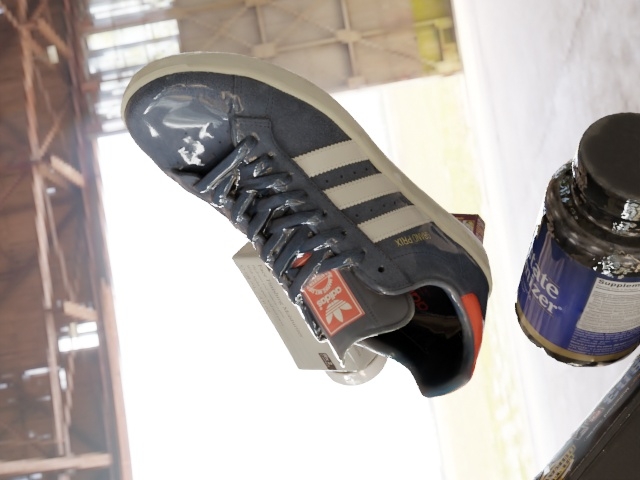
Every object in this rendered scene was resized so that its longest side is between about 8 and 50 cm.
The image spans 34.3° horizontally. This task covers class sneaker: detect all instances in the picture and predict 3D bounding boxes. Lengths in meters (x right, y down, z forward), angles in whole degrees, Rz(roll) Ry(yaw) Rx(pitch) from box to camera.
[{"bbox_3d":[0.000,0.000,0.771,0.350,0.131,0.148,32,-138,-24],"label":"sneaker"}]

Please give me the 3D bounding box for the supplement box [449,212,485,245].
[{"bbox_3d":[0.164,0.011,1.248,0.043,0.055,0.083,35,-118,-61],"label":"supplement box"}]

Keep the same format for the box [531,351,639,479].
[{"bbox_3d":[0.370,0.219,0.894,0.295,0.293,0.073,44,171,-3],"label":"box"}]

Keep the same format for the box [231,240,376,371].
[{"bbox_3d":[0.020,0.038,1.285,0.182,0.119,0.181,-45,-65,-36],"label":"box"}]

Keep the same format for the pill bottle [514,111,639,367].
[{"bbox_3d":[0.239,0.002,0.863,0.219,0.123,0.122,92,175,-52],"label":"pill bottle"}]

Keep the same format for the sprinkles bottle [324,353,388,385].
[{"bbox_3d":[0.012,0.096,1.625,0.355,0.121,0.121,65,-165,-50],"label":"sprinkles bottle"}]
